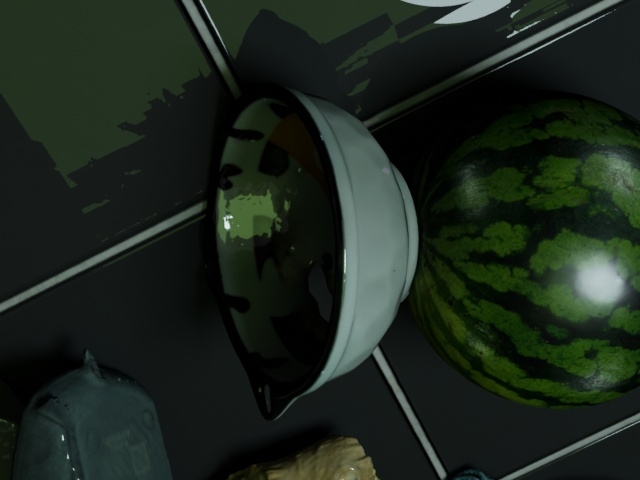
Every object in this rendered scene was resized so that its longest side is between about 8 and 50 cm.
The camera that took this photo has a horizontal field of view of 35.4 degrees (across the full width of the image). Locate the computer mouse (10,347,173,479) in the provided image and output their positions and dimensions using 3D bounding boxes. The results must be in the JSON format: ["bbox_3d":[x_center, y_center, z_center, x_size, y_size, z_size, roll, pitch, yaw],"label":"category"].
[{"bbox_3d":[-0.218,0.293,0.984,0.122,0.188,0.370,-13,85,21],"label":"computer mouse"}]

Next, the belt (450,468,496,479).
[{"bbox_3d":[0.114,0.395,1.204,0.072,0.087,0.302,32,108,-35],"label":"belt"}]

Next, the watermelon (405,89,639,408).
[{"bbox_3d":[0.207,0.010,0.920,0.285,0.285,0.285,-4,117,-8],"label":"watermelon"}]

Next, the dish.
[{"bbox_3d":[0.000,0.000,0.902,0.120,0.303,0.303,-5,118,-27],"label":"dish"}]

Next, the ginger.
[{"bbox_3d":[-0.028,0.331,1.123,0.221,0.130,0.275,19,122,-36],"label":"ginger"}]

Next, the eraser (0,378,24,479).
[{"bbox_3d":[-0.454,0.147,0.981,0.352,0.077,0.111,28,105,-21],"label":"eraser"}]
